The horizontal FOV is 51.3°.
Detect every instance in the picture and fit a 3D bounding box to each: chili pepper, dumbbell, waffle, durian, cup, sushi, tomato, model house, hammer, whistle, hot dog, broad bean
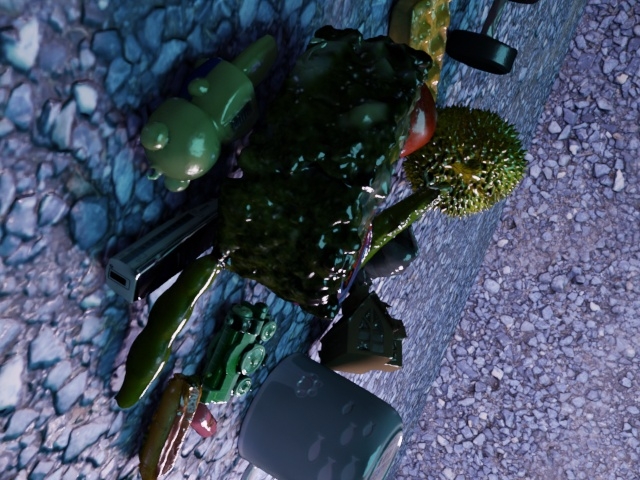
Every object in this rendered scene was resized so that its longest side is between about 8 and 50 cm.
[{"bbox_3d":[0.102,-0.006,1.254,0.085,0.076,0.359,16,131,-44],"label":"chili pepper"},{"bbox_3d":[0.378,-0.487,1.446,0.152,0.152,0.218,-4,116,-65],"label":"dumbbell"},{"bbox_3d":[0.181,-0.349,1.267,0.168,0.057,0.274,-46,151,-38],"label":"waffle"},{"bbox_3d":[0.306,-0.178,1.486,0.224,0.291,0.291,-32,143,-31],"label":"durian"},{"bbox_3d":[-0.012,0.450,1.379,0.356,0.274,0.259,-60,157,-16],"label":"cup"},{"bbox_3d":[0.012,-0.106,0.859,0.294,0.178,0.352,107,7,-54],"label":"sushi"},{"bbox_3d":[0.120,-0.225,1.130,0.167,0.167,0.167,-48,153,-35],"label":"tomato"},{"bbox_3d":[0.107,0.164,1.508,0.181,0.176,0.248,132,-34,-60],"label":"model house"},{"bbox_3d":[-0.199,0.300,1.116,0.043,0.043,0.083,-54,154,-25],"label":"hammer"},{"bbox_3d":[-0.122,-0.152,0.752,0.227,0.085,0.105,-54,156,-22],"label":"whistle"},{"bbox_3d":[-0.229,0.277,1.000,0.188,0.055,0.072,-68,161,7],"label":"hot dog"},{"bbox_3d":[-0.193,0.104,0.838,0.043,0.060,0.297,7,125,-47],"label":"broad bean"}]

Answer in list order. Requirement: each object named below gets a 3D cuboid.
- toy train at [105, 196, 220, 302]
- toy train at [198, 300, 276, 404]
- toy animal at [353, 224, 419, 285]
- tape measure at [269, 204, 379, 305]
[{"bbox_3d":[-0.171,-0.008,0.849,0.252,0.048,0.055,-44,154,-54],"label":"toy train"},{"bbox_3d":[-0.141,0.180,1.085,0.104,0.071,0.178,15,101,-57],"label":"toy train"},{"bbox_3d":[0.091,0.031,1.380,0.269,0.137,0.082,-30,-173,39],"label":"toy animal"},{"bbox_3d":[0.000,0.000,1.123,0.231,0.149,0.245,-66,166,-7],"label":"tape measure"}]
